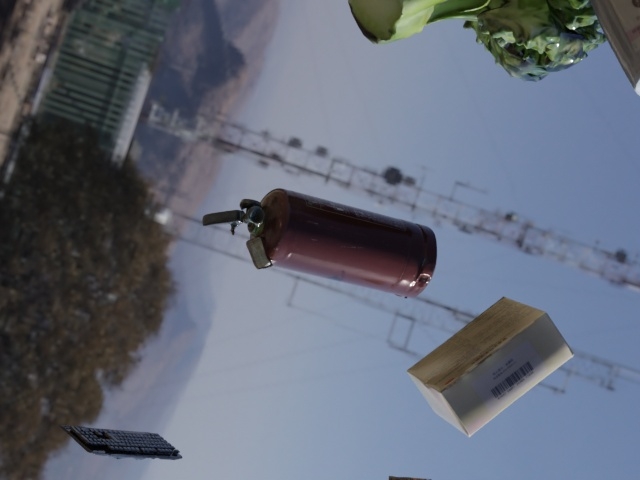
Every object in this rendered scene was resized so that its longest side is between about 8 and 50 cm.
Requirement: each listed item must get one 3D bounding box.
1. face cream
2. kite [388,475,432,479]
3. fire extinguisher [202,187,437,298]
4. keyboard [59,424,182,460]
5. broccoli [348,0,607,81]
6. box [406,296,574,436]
[{"bbox_3d":[0.303,-0.224,1.113,0.057,0.084,0.198,50,24,-51],"label":"face cream"},{"bbox_3d":[0.102,0.351,1.539,0.125,0.008,0.222,-105,-156,-57],"label":"kite"},{"bbox_3d":[0.000,0.000,1.403,0.105,0.269,0.105,-39,-136,53],"label":"fire extinguisher"},{"bbox_3d":[-0.269,0.274,1.613,0.015,0.074,0.196,-58,148,7],"label":"keyboard"},{"bbox_3d":[0.201,-0.340,1.408,0.317,0.338,0.277,-57,167,-37],"label":"broccoli"},{"bbox_3d":[0.265,0.194,1.861,0.212,0.095,0.168,-36,-169,-8],"label":"box"}]
